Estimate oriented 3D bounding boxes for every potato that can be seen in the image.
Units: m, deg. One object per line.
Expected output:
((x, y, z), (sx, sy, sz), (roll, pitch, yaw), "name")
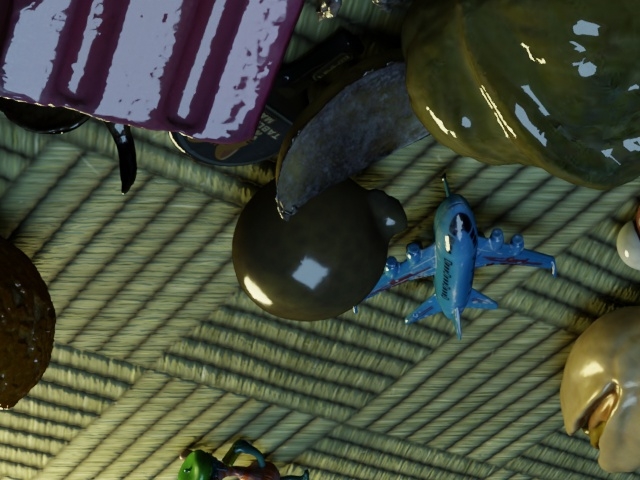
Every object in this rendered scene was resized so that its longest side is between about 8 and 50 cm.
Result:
((0.038, -0.141, 1.355), (0.261, 0.100, 0.120), (-27, 128, -17), "potato")

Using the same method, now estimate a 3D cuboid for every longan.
((0.000, 0.000, 1.486), (0.204, 0.159, 0.185), (-19, 136, -10), "longan")

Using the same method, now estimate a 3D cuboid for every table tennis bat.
((-0.056, -0.149, 1.392), (0.236, 0.027, 0.150), (-30, 140, 27), "table tennis bat")

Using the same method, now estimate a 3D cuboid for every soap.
((-0.115, -0.270, 1.052), (0.233, 0.128, 0.359), (10, 118, -24), "soap")

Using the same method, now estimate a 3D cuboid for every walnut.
((0.228, -0.183, 1.219), (0.277, 0.282, 0.253), (10, 96, -39), "walnut")

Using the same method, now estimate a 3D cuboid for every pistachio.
((0.429, 0.202, 1.837), (0.188, 0.187, 0.299), (-4, 148, -8), "pistachio")

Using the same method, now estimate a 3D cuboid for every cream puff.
((-0.436, 0.118, 1.466), (0.303, 0.212, 0.303), (-17, 156, -8), "cream puff")

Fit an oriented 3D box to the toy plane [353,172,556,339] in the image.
((0.160, 0.021, 1.592), (0.254, 0.105, 0.271), (-10, 141, -2), "toy plane")

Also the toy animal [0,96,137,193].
((-0.208, -0.142, 1.244), (0.273, 0.197, 0.160), (-11, 139, 8), "toy animal")

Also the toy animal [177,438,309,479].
((-0.107, 0.349, 1.968), (0.208, 0.100, 0.103), (22, 110, -24), "toy animal")

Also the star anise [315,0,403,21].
((0.012, -0.270, 1.200), (0.231, 0.089, 0.209), (-43, 125, 19), "star anise")

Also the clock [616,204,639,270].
((0.462, -0.014, 1.631), (0.166, 0.092, 0.162), (1, 144, -16), "clock")
